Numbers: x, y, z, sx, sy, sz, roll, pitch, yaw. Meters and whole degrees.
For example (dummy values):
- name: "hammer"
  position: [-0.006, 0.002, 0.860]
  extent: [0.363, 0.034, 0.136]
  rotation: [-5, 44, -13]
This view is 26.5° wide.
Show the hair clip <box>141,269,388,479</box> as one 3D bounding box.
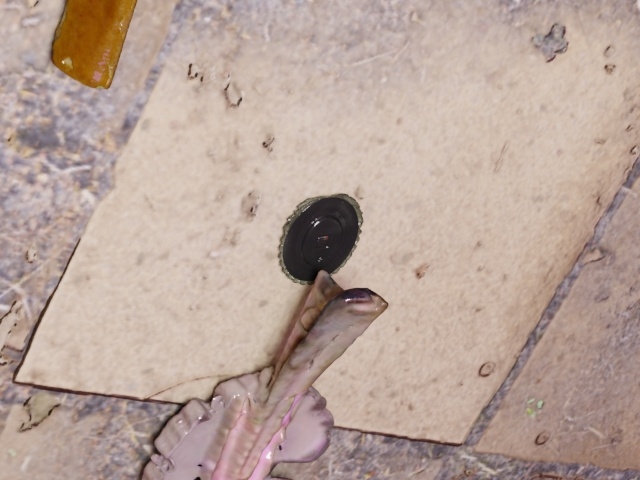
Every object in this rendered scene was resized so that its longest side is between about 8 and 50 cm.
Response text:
- name: "hair clip"
  position: [-0.039, 0.136, 1.106]
  extent: [0.173, 0.069, 0.300]
  rotation: [8, 126, -36]

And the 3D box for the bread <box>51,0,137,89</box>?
- name: "bread"
  position: [-0.140, -0.142, 0.862]
  extent: [0.036, 0.047, 0.083]
  rotation: [-26, 143, -59]

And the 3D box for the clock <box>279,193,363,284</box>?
- name: "clock"
  position: [0.000, 0.000, 1.078]
  extent: [0.074, 0.010, 0.083]
  rotation: [-7, 124, -30]
